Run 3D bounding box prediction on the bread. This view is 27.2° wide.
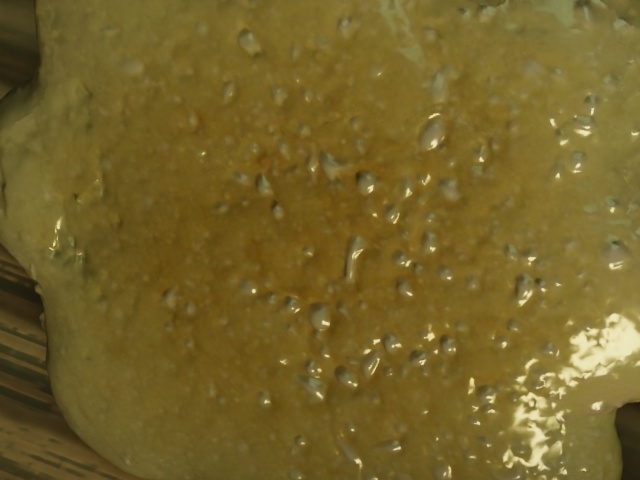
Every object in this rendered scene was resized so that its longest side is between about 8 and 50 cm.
[{"bbox_3d":[0.000,0.000,0.520,0.316,0.054,0.316,6,107,19],"label":"bread"}]
